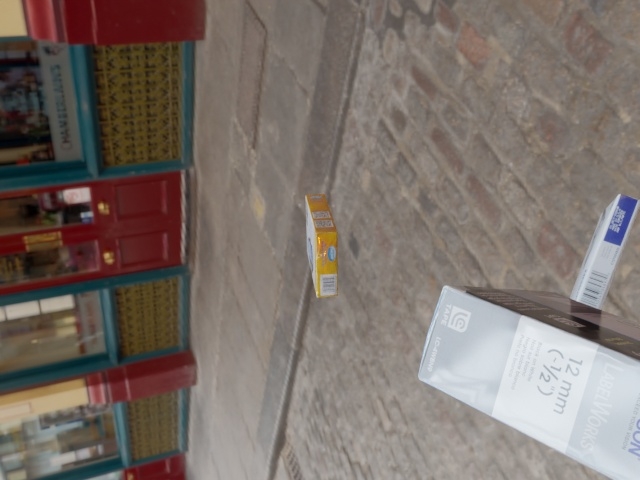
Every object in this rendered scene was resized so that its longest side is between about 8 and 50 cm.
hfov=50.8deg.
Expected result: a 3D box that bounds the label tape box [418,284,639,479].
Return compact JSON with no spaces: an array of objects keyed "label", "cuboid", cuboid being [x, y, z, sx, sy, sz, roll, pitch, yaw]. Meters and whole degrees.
[{"label":"label tape box","cuboid":[0.309,0.147,0.646,0.348,0.249,0.115,19,98,44]}]

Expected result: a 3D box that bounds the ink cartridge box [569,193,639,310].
[{"label":"ink cartridge box","cuboid":[0.510,0.045,1.244,0.223,0.045,0.224,-67,-17,-7]}]

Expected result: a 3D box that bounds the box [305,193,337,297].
[{"label":"box","cuboid":[0.000,0.000,0.801,0.136,0.028,0.081,-101,9,-65]}]
